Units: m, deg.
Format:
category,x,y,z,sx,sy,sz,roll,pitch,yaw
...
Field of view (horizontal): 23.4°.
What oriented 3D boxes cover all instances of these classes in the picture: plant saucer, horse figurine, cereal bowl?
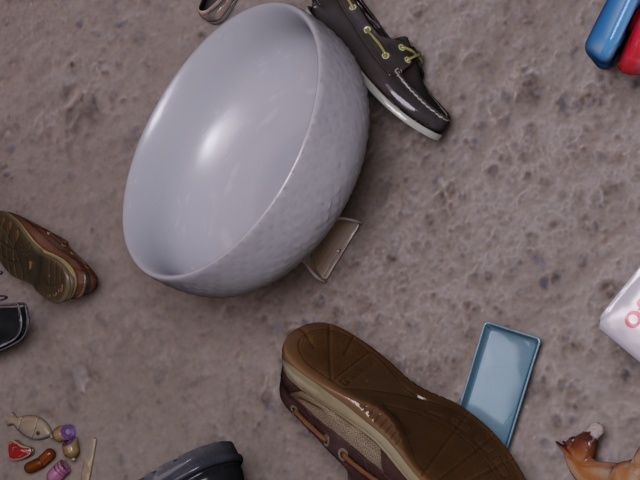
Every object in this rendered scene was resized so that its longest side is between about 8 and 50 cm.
category,x,y,z,sx,sy,sz,roll,pitch,yaw
plant saucer,0.184,0.189,1.693,0.067,0.018,0.192,17,90,21
horse figurine,0.368,0.281,1.579,0.174,0.066,0.263,-42,80,36
cereal bowl,-0.064,-0.085,1.703,0.339,0.141,0.339,-31,45,38

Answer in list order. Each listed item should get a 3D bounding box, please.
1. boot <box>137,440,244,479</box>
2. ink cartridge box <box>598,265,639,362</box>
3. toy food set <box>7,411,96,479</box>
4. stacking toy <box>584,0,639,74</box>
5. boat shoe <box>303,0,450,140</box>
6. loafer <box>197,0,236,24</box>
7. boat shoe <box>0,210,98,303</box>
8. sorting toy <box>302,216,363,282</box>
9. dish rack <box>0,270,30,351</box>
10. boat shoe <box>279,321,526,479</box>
category,x,y,z,sx,sy,sz,roll,pitch,yaw
boot,-0.124,0.496,1.701,0.367,0.146,0.445,-40,70,20
ink cartridge box,0.449,0.097,1.555,0.273,0.115,0.198,41,98,18
toy food set,-0.332,0.255,1.868,0.122,0.019,0.078,9,88,20
stacking toy,0.439,-0.200,1.585,0.302,0.175,0.166,27,97,9
boat shoe,0.071,-0.206,1.738,0.069,0.081,0.228,-48,69,13
loafer,-0.107,-0.316,1.835,0.045,0.039,0.125,28,94,21
boat shoe,-0.336,0.020,1.873,0.178,0.060,0.064,35,115,36
sorting toy,0.000,0.000,1.746,0.045,0.075,0.083,33,96,19
dish rack,-0.471,0.021,1.894,0.208,0.074,0.272,-23,72,30
boat shoe,0.083,0.232,1.678,0.342,0.123,0.123,36,132,22
